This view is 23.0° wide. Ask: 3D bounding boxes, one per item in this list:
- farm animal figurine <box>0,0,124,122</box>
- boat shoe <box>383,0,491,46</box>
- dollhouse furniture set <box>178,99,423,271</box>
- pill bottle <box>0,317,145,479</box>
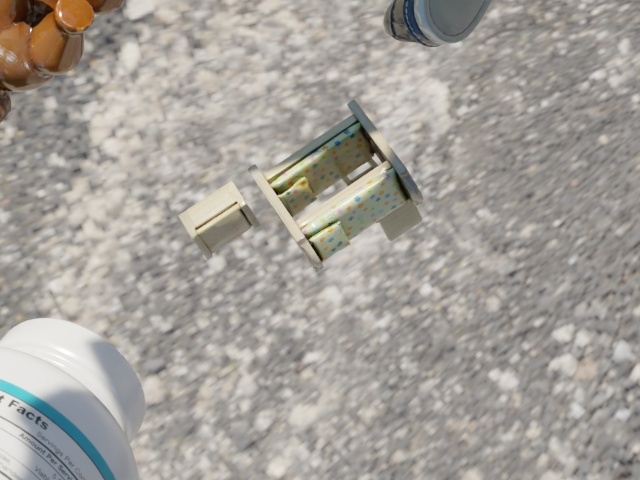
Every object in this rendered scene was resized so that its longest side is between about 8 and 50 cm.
[{"bbox_3d":[-0.269,-0.178,0.781,0.172,0.330,0.327,-41,45,53],"label":"farm animal figurine"},{"bbox_3d":[0.115,-0.222,1.176,0.065,0.206,0.075,-4,132,53],"label":"boat shoe"},{"bbox_3d":[0.000,0.000,1.377,0.182,0.161,0.101,-34,58,-1],"label":"dollhouse furniture set"},{"bbox_3d":[-0.184,0.152,0.779,0.146,0.264,0.146,12,127,17],"label":"pill bottle"}]
